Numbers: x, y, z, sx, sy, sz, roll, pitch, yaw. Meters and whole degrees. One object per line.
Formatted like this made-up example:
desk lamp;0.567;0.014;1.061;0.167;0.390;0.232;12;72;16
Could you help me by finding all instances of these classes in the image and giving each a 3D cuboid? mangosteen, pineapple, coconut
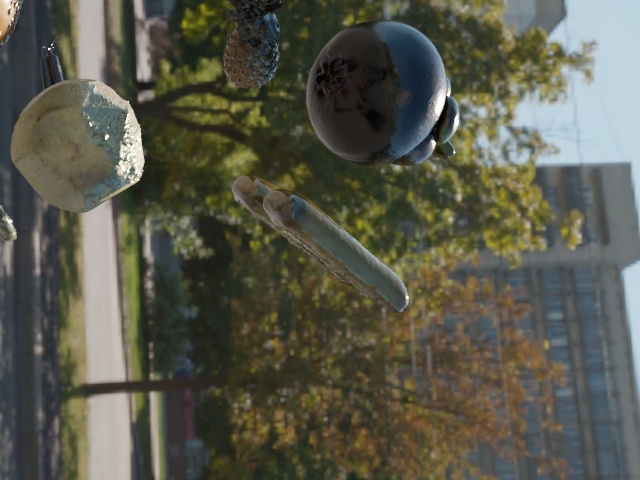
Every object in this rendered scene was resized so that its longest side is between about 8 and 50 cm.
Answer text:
mangosteen;0.130;-0.295;1.943;0.297;0.313;0.297;38;-45;50
pineapple;-0.125;-0.391;1.820;0.251;0.125;0.125;110;-22;-61
coconut;-0.331;-0.132;1.346;0.194;0.194;0.194;178;-90;-82

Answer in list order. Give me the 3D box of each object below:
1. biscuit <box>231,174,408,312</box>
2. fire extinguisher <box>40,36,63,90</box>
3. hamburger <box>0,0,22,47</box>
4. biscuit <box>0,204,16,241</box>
biscuit;0.000;0.000;1.569;0.062;0.290;0.237;-52;-153;-5
fire extinguisher;-0.520;-0.310;1.902;0.035;0.049;0.173;-36;-114;55
hamburger;-0.448;-0.349;1.250;0.237;0.147;0.237;173;-90;-80
biscuit;-0.575;-0.067;1.665;0.290;0.038;0.141;36;-23;46
